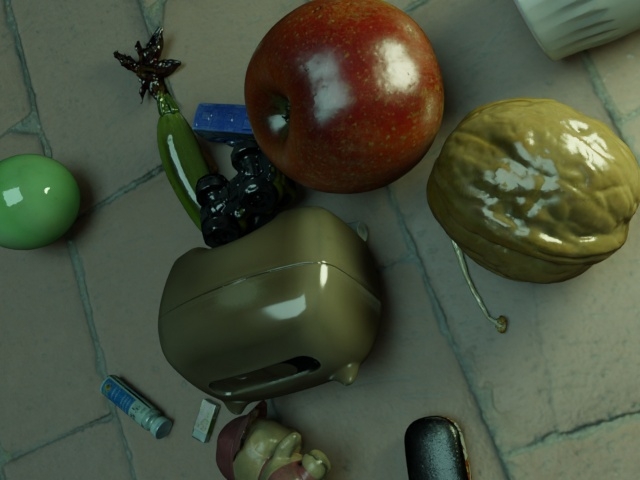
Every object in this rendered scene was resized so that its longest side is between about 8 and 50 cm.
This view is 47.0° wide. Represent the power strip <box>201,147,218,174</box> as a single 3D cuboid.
[{"bbox_3d":[-0.289,-0.194,1.620,0.049,0.028,0.178,-50,63,16],"label":"power strip"}]

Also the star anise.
[{"bbox_3d":[-0.387,-0.407,1.688,0.157,0.053,0.212,-40,65,20],"label":"star anise"}]

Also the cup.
[{"bbox_3d":[0.470,-0.451,1.098,0.371,0.253,0.254,-27,71,25],"label":"cup"}]

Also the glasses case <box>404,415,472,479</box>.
[{"bbox_3d":[0.207,0.432,1.241,0.103,0.067,0.267,-14,77,26],"label":"glasses case"}]

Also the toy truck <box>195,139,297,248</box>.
[{"bbox_3d":[-0.132,-0.074,1.429,0.224,0.165,0.147,-41,45,27],"label":"toy truck"}]

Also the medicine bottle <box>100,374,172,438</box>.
[{"bbox_3d":[-0.404,0.361,1.603,0.191,0.051,0.051,30,99,30],"label":"medicine bottle"}]

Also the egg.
[{"bbox_3d":[-0.691,-0.088,1.721,0.269,0.220,0.221,-13,78,27],"label":"egg"}]

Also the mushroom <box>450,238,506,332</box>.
[{"bbox_3d":[0.251,0.036,1.295,0.028,0.026,0.286,-29,68,6],"label":"mushroom"}]

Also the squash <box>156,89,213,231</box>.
[{"bbox_3d":[-0.280,-0.152,1.539,0.094,0.094,0.341,-24,91,25],"label":"squash"}]

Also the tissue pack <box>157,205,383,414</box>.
[{"bbox_3d":[-0.092,0.134,1.316,0.386,0.267,0.277,-21,50,24],"label":"tissue pack"}]

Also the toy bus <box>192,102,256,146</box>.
[{"bbox_3d":[-0.150,-0.234,1.509,0.236,0.094,0.079,8,88,30],"label":"toy bus"}]

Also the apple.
[{"bbox_3d":[0.035,-0.247,1.273,0.348,0.276,0.349,40,139,47],"label":"apple"}]

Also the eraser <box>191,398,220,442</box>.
[{"bbox_3d":[-0.238,0.374,1.526,0.038,0.019,0.083,20,94,28],"label":"eraser"}]

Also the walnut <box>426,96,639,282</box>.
[{"bbox_3d":[0.324,-0.075,1.135,0.313,0.252,0.277,33,100,18],"label":"walnut"}]

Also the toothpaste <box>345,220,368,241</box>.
[{"bbox_3d":[0.000,0.000,1.430,0.194,0.042,0.067,-14,80,33],"label":"toothpaste"}]

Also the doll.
[{"bbox_3d":[-0.086,0.412,1.361,0.255,0.152,0.196,26,106,40],"label":"doll"}]
